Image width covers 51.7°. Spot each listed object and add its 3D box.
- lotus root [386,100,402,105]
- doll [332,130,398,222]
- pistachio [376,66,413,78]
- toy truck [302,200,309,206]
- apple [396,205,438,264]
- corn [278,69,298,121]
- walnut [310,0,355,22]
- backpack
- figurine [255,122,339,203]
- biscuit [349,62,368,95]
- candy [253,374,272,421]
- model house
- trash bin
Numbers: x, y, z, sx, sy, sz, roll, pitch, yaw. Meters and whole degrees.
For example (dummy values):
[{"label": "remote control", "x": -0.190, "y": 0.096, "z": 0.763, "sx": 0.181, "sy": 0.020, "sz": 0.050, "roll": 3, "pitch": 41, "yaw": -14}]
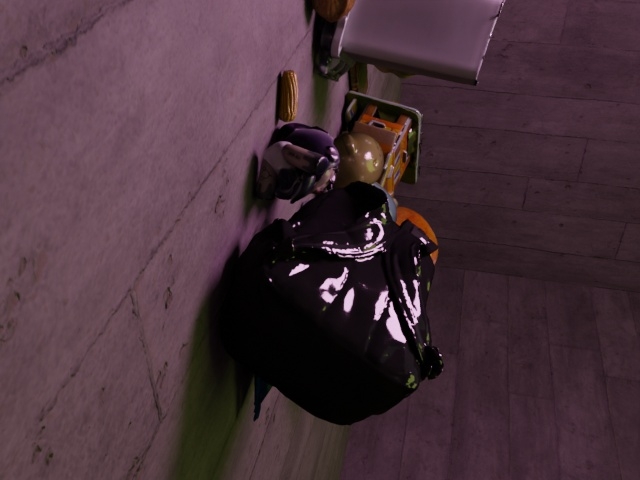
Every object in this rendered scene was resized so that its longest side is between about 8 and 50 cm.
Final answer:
[{"label": "lotus root", "x": 0.183, "y": -0.348, "z": 2.083, "sx": 0.303, "sy": 0.130, "sz": 0.146, "roll": -33, "pitch": -144, "yaw": 67}, {"label": "doll", "x": 0.096, "y": -0.146, "z": 1.665, "sx": 0.177, "sy": 0.161, "sz": 0.261, "roll": -85, "pitch": 157, "yaw": -77}, {"label": "pistachio", "x": 0.234, "y": -0.673, "z": 1.827, "sx": 0.365, "sy": 0.281, "sz": 0.446, "roll": -27, "pitch": 116, "yaw": -40}, {"label": "toy truck", "x": -0.030, "y": -0.056, "z": 1.486, "sx": 0.083, "sy": 0.039, "sz": 0.044, "roll": -71, "pitch": 151, "yaw": -43}, {"label": "apple", "x": 0.244, "y": 0.024, "z": 2.140, "sx": 0.233, "sy": 0.286, "sz": 0.286, "roll": -35, "pitch": 153, "yaw": -13}, {"label": "corn", "x": -0.058, "y": -0.261, "z": 1.194, "sx": 0.037, "sy": 0.037, "sz": 0.093, "roll": -53, "pitch": 147, "yaw": -70}, {"label": "walnut", "x": 0.028, "y": -0.499, "z": 1.317, "sx": 0.105, "sy": 0.105, "sz": 0.125, "roll": -64, "pitch": 159, "yaw": -60}, {"label": "backpack", "x": 0.051, "y": 0.070, "z": 1.125, "sx": 0.255, "sy": 0.363, "sz": 0.446, "roll": -51, "pitch": -172, "yaw": 35}, {"label": "figurine", "x": -0.040, "y": -0.141, "z": 1.181, "sx": 0.222, "sy": 0.145, "sz": 0.146, "roll": -38, "pitch": 135, "yaw": -69}, {"label": "biscuit", "x": 0.116, "y": -0.498, "z": 1.996, "sx": 0.255, "sy": 0.029, "sz": 0.172, "roll": 82, "pitch": 19, "yaw": -57}, {"label": "candy", "x": -0.077, "y": 0.168, "z": 1.278, "sx": 0.331, "sy": 0.077, "sz": 0.187, "roll": -63, "pitch": 164, "yaw": -57}, {"label": "model house", "x": 0.125, "y": -0.189, "z": 1.917, "sx": 0.313, "sy": 0.242, "sz": 0.358, "roll": -58, "pitch": 161, "yaw": -27}, {"label": "trash bin", "x": 0.194, "y": -0.462, "z": 1.470, "sx": 0.256, "sy": 0.367, "sz": 0.296, "roll": -32, "pitch": 140, "yaw": -78}]
